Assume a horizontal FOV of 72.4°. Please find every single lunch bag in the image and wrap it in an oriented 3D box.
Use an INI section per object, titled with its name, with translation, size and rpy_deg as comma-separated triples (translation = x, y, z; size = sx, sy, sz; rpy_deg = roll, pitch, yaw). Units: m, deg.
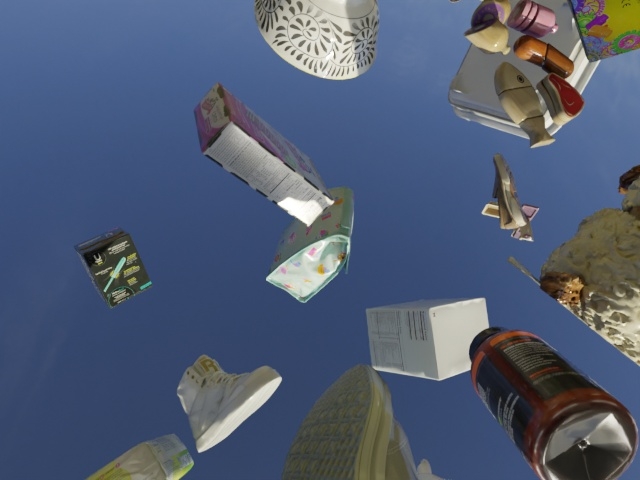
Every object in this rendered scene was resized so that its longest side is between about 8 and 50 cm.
[lunch bag]
translation = 0.000, 0.000, 1.161
size = 0.160, 0.262, 0.223
rpy_deg = 35, -144, -18

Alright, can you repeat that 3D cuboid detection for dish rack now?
[dish rack]
translation = 0.408, -0.382, 0.913
size = 0.072, 0.286, 0.333
rpy_deg = 15, -161, -29

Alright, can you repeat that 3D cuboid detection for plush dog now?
[plush dog]
translation = 0.367, 0.005, 0.477
size = 0.210, 0.225, 0.262
rpy_deg = 30, -164, -29

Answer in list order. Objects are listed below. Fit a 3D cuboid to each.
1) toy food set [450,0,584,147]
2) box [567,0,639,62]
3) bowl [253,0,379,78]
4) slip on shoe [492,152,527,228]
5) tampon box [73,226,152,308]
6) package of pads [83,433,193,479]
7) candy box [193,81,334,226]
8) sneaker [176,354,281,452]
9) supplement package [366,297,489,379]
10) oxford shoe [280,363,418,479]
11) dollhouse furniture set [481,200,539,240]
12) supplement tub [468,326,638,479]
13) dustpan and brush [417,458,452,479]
[toy food set]
translation = 0.138, -0.125, 0.289
size = 0.077, 0.019, 0.122
rpy_deg = -24, -99, -25
[box]
translation = 0.332, -0.407, 0.435
size = 0.290, 0.177, 0.279
rpy_deg = 32, -119, -42
[bowl]
translation = 0.011, -0.290, 0.531
size = 0.170, 0.080, 0.170
rpy_deg = 8, -114, -19
[slip on shoe]
translation = 0.320, -0.086, 0.767
size = 0.051, 0.041, 0.136
rpy_deg = -4, -104, -55
[tampon box]
translation = -0.535, 0.067, 1.134
size = 0.120, 0.161, 0.101
rpy_deg = -30, -150, -32
[package of pads]
translation = -0.413, 0.501, 0.841
size = 0.296, 0.229, 0.101
rpy_deg = -34, -104, -15
[candy box]
translation = -0.095, -0.143, 0.743
size = 0.233, 0.071, 0.159
rpy_deg = 35, -160, -39
[sneaker]
translation = -0.210, 0.301, 0.911
size = 0.108, 0.292, 0.169
rpy_deg = -2, -128, -53
[supplement package]
translation = 0.249, 0.218, 1.013
size = 0.194, 0.203, 0.149
rpy_deg = -3, -96, -34
[oxford shoe]
translation = 0.047, 0.285, 0.445
size = 0.130, 0.169, 0.449
rpy_deg = 40, -170, -10
[dollhouse furniture set]
translation = 0.409, -0.028, 0.964
size = 0.114, 0.091, 0.081
rpy_deg = 14, -130, 3
[supplement tub]
translation = 0.237, 0.167, 0.489
size = 0.106, 0.106, 0.198
rpy_deg = 16, -168, -7
[dustpan and brush]
translation = 0.145, 0.367, 0.612
size = 0.060, 0.147, 0.211
rpy_deg = 33, -170, -4
